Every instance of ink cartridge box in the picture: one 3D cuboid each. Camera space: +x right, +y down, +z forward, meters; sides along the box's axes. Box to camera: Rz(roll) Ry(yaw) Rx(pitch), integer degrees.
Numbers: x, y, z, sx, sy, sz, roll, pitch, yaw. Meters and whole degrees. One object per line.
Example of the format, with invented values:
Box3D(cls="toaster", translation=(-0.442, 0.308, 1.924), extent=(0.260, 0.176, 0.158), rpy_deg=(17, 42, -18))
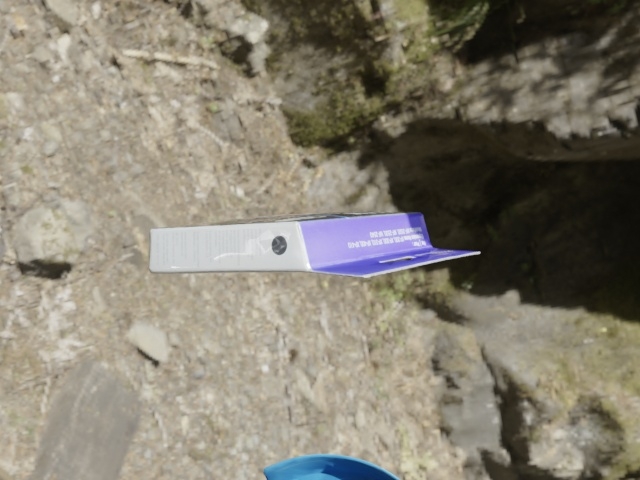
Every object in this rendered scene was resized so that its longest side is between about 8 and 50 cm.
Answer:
Box3D(cls="ink cartridge box", translation=(0.000, 0.000, 0.750), extent=(0.206, 0.208, 0.045), rpy_deg=(-8, 97, -57))

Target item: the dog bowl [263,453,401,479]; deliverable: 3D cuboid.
Box3D(cls="dog bowl", translation=(-0.051, 0.226, 0.488), extent=(0.074, 0.297, 0.166), rpy_deg=(42, 31, -57))
